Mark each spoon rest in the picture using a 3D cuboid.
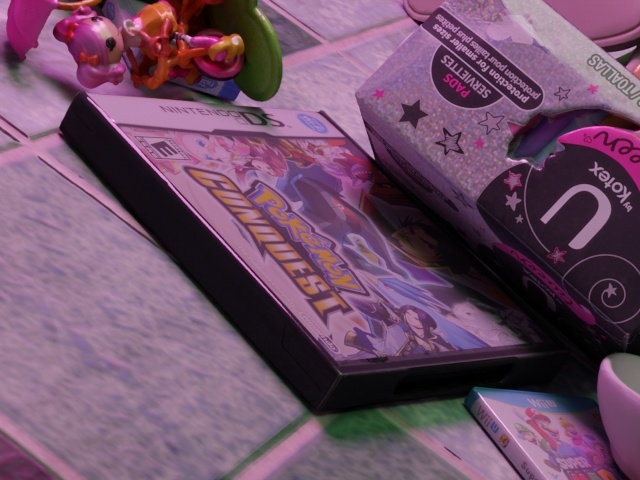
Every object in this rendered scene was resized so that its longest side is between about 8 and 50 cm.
[{"bbox_3d":[0.214,0.134,1.044,0.137,0.084,0.276,34,24,4],"label":"spoon rest"}]

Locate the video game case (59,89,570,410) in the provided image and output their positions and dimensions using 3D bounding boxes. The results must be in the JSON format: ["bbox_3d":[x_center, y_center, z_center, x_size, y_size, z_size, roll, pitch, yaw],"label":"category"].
[{"bbox_3d":[0.000,0.000,1.151,0.248,0.035,0.275,0,38,-51],"label":"video game case"}]

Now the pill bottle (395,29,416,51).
[{"bbox_3d":[0.129,-0.095,1.411,0.103,0.103,0.184,11,31,-39],"label":"pill bottle"}]

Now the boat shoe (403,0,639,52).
[{"bbox_3d":[0.215,-0.233,1.652,0.095,0.112,0.335,4,7,-38],"label":"boat shoe"}]

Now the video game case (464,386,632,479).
[{"bbox_3d":[0.173,0.152,1.085,0.119,0.015,0.166,9,32,-42],"label":"video game case"}]

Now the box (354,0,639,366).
[{"bbox_3d":[0.160,-0.044,1.218,0.247,0.142,0.163,42,-6,16],"label":"box"}]

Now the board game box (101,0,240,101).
[{"bbox_3d":[-0.110,-0.145,1.323,0.090,0.020,0.090,16,28,-31],"label":"board game box"}]

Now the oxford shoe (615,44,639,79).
[{"bbox_3d":[0.362,-0.138,1.691,0.449,0.130,0.169,-22,85,-59],"label":"oxford shoe"}]

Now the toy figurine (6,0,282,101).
[{"bbox_3d":[-0.133,-0.150,1.209,0.159,0.130,0.173,-21,75,-30],"label":"toy figurine"}]
